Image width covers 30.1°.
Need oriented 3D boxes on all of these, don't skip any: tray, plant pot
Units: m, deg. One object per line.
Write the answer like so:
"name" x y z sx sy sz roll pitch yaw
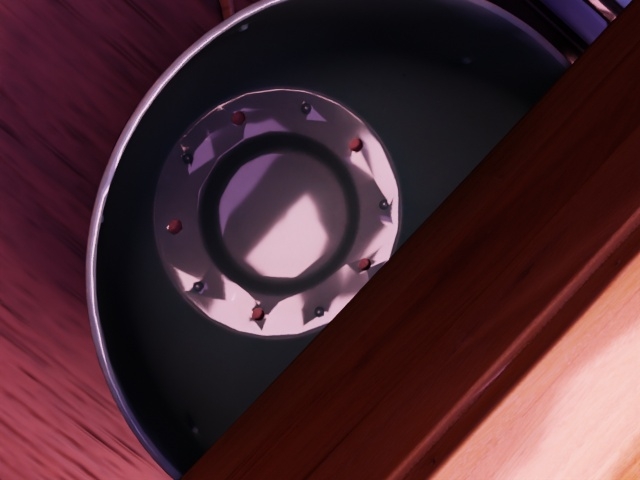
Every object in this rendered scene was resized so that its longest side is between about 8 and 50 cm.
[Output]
"tray" 0.105 0.014 0.512 0.411 0.203 0.076 -46 105 -4
"plant pot" 0.000 0.000 0.711 0.293 0.235 0.293 -2 98 -15

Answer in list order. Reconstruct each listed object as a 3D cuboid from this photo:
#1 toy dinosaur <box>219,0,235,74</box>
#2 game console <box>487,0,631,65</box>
"toy dinosaur" -0.104 -0.218 0.753 0.211 0.064 0.112 35 117 -18
"game console" 0.172 -0.227 0.761 0.293 0.250 0.173 37 115 -16
